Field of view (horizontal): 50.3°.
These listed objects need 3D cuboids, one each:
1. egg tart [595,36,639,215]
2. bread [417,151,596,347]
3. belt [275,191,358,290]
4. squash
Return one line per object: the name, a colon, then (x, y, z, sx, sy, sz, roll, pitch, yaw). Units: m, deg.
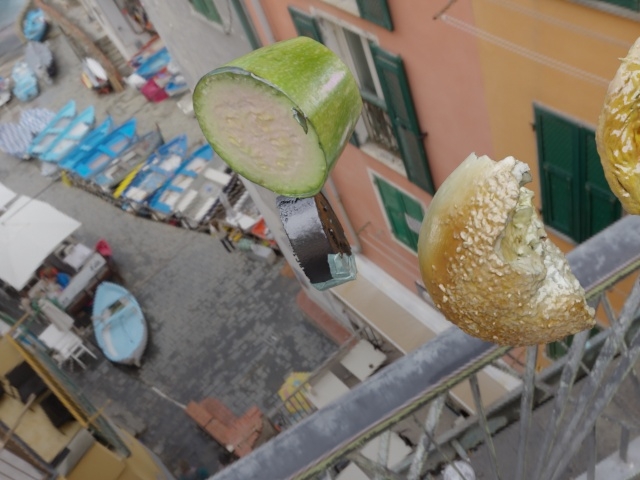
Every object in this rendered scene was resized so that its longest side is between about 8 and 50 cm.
egg tart: (0.572, -0.190, 1.066, 0.352, 0.352, 0.150, -30, 20, -3)
bread: (0.232, 0.038, 0.913, 0.192, 0.314, 0.171, -25, 35, 17)
belt: (0.000, 0.000, 1.151, 0.078, 0.198, 0.151, -22, 40, 11)
squash: (-0.035, -0.136, 0.728, 0.170, 0.170, 0.123, 23, 57, 34)
